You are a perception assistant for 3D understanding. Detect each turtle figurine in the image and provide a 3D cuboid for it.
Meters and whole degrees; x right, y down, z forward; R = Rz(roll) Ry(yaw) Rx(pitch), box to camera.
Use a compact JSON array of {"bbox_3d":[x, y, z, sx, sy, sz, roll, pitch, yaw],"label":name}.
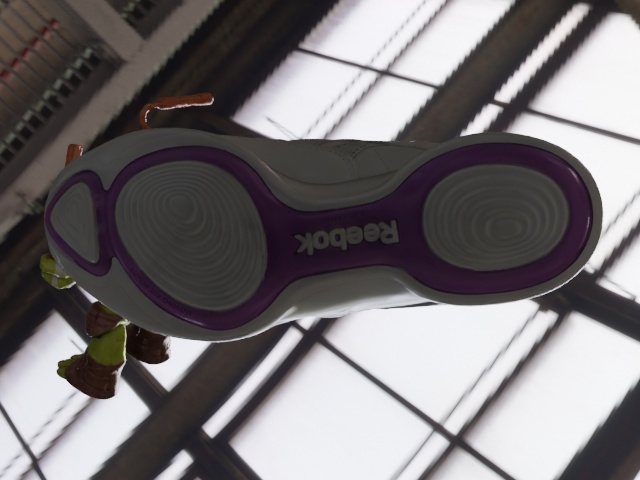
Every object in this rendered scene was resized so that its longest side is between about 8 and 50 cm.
[{"bbox_3d":[-0.136,0.003,1.066,0.087,0.269,0.217,18,-60,9],"label":"turtle figurine"}]

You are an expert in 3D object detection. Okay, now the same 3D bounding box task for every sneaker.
[{"bbox_3d":[0.000,0.000,0.769,0.305,0.152,0.114,2,-92,7],"label":"sneaker"}]
